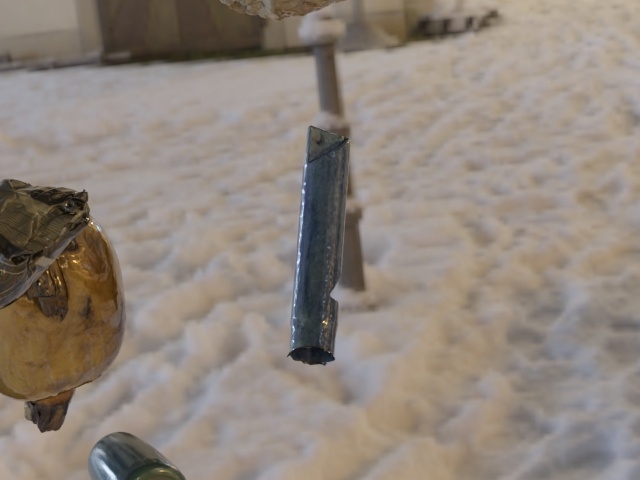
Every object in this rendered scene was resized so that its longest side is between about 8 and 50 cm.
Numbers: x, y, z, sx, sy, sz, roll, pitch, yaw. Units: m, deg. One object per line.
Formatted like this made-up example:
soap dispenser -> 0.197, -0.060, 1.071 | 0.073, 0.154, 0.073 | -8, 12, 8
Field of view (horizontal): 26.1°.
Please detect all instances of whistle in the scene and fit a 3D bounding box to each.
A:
whistle -> 0.000, 0.000, 1.691 | 0.062, 0.304, 0.062 | 4, -24, 2

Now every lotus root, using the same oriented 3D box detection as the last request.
lotus root -> -0.295, 0.088, 1.468 | 0.182, 0.310, 0.183 | 1, 46, -1

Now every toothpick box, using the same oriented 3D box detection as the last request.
toothpick box -> -0.283, 0.363, 2.096 | 0.120, 0.120, 0.184 | -14, 21, -23

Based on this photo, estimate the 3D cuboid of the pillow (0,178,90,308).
pillow -> -0.331, 0.025, 1.110 | 0.335, 0.093, 0.161 | -16, 14, 31

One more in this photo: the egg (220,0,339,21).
egg -> -0.038, -0.381, 1.485 | 0.279, 0.279, 0.310 | -10, 52, -13
